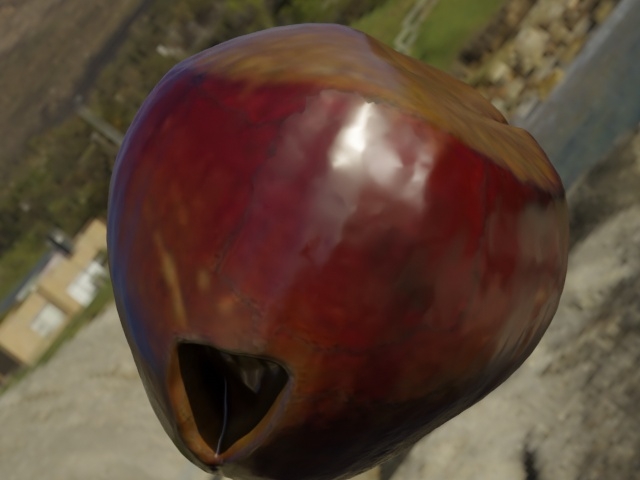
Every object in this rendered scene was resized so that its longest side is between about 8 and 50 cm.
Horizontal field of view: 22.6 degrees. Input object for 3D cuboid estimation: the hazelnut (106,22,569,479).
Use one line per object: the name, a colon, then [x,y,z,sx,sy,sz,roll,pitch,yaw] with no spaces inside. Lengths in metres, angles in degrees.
hazelnut: [0.000,0.000,1.350,0.402,0.402,0.429,-52,-8,20]
